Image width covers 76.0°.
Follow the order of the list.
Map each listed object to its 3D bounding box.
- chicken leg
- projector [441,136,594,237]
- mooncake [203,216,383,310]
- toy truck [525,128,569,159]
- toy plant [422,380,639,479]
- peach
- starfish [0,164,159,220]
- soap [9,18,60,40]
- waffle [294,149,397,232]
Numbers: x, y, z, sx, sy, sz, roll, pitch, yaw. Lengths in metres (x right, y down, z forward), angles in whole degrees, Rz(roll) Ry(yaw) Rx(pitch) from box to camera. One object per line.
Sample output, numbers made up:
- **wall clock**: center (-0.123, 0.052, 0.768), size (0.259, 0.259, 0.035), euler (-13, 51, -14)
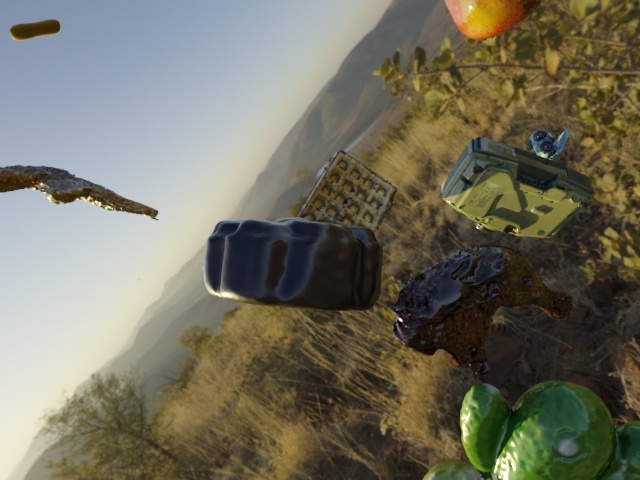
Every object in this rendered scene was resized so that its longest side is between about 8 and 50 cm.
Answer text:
- **chicken leg**: center (0.251, 0.095, 0.614), size (0.323, 0.177, 0.083), euler (-23, 1, -23)
- **projector**: center (0.408, -0.094, 0.886), size (0.193, 0.270, 0.088), euler (112, 176, -48)
- **mooncake**: center (-0.041, 0.032, 0.647), size (0.283, 0.283, 0.141), euler (172, 102, -71)
- **toy truck**: center (0.550, -0.232, 0.980), size (0.090, 0.073, 0.056), euler (-13, -18, -5)
- **toy plant**: center (0.256, 0.309, 0.531), size (0.315, 0.224, 0.184), euler (-65, -9, 20)
- **peach**: center (0.381, -0.568, 0.895), size (0.231, 0.231, 0.231), euler (-47, 13, 15)
- **starfish**: center (-0.399, -0.082, 0.638), size (0.302, 0.299, 0.060), euler (10, -92, -62)
- **soap**: center (-0.540, -0.400, 0.778), size (0.089, 0.012, 0.034), euler (-35, -10, -34)
- **waffle**: center (0.065, -0.090, 1.327), size (0.376, 0.261, 0.114), euler (-57, 9, -26)
